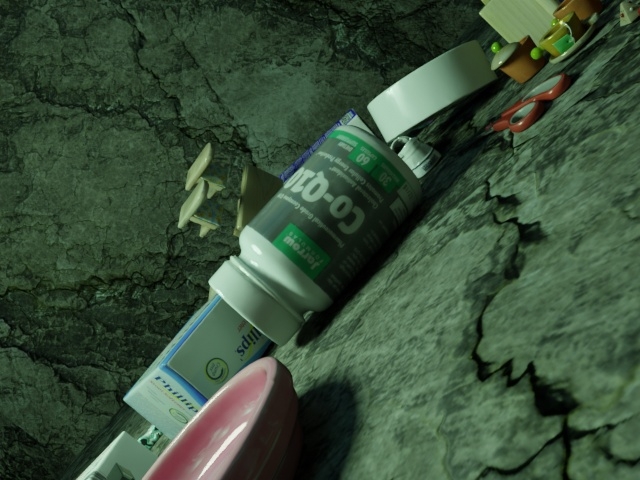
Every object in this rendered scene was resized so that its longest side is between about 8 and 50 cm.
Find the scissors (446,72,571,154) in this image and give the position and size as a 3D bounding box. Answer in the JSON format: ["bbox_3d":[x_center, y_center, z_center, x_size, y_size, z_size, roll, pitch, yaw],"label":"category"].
[{"bbox_3d":[0.302,-0.199,0.920,0.109,0.021,0.297,-51,7,-7],"label":"scissors"}]

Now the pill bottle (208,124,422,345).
[{"bbox_3d":[-0.009,-0.007,0.962,0.361,0.204,0.204,-49,8,-7],"label":"pill bottle"}]

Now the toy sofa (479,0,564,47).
[{"bbox_3d":[0.469,-0.541,1.226,0.177,0.150,0.362,-45,8,31],"label":"toy sofa"}]

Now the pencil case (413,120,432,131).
[{"bbox_3d":[0.293,-0.367,1.649,0.070,0.065,0.152,-64,10,-5],"label":"pencil case"}]

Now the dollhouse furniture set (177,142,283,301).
[{"bbox_3d":[-0.132,-0.044,1.359,0.256,0.362,0.393,-41,36,40],"label":"dollhouse furniture set"}]

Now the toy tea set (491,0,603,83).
[{"bbox_3d":[0.419,-0.411,0.922,0.336,0.124,0.200,-44,8,23],"label":"toy tea set"}]

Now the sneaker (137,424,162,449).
[{"bbox_3d":[-0.431,0.497,1.400,0.098,0.038,0.069,-40,3,-20],"label":"sneaker"}]

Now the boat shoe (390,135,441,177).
[{"bbox_3d":[0.195,-0.195,1.230,0.095,0.084,0.258,-48,8,-1],"label":"boat shoe"}]

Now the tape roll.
[{"bbox_3d":[0.254,-0.336,1.262,0.286,0.100,0.286,-30,3,1],"label":"tape roll"}]

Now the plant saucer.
[{"bbox_3d":[-0.131,0.283,0.614,0.332,0.084,0.332,-47,7,7],"label":"plant saucer"}]

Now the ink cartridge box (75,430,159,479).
[{"bbox_3d":[-0.406,0.496,0.941,0.198,0.115,0.273,-45,8,19],"label":"ink cartridge box"}]

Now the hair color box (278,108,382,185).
[{"bbox_3d":[0.036,-0.203,1.641,0.339,0.185,0.110,-41,22,13],"label":"hair color box"}]

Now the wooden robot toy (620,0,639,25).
[{"bbox_3d":[0.427,-0.341,0.693,0.076,0.079,0.173,-50,7,-17],"label":"wooden robot toy"}]

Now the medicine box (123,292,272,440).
[{"bbox_3d":[-0.243,0.249,1.171,0.289,0.149,0.263,-41,10,47],"label":"medicine box"}]
